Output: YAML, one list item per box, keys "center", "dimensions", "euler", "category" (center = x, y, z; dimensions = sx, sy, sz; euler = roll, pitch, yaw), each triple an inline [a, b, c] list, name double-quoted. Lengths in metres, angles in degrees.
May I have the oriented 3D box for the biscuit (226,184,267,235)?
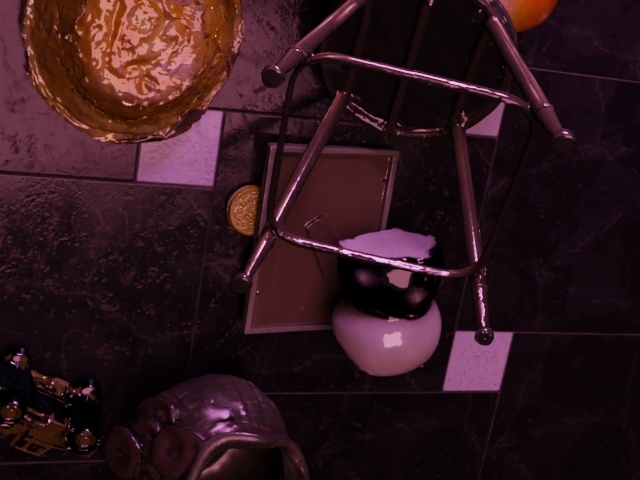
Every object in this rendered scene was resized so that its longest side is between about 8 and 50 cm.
- center: [-0.108, -0.047, 1.607]
  dimensions: [0.084, 0.023, 0.084]
  euler: [-7, 111, -18]
  category: "biscuit"

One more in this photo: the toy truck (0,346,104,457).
- center: [-0.456, 0.257, 1.545]
  dimensions: [0.257, 0.127, 0.127]
  euler: [26, 114, -27]
  category: "toy truck"

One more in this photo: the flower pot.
- center: [-0.184, 0.367, 1.605]
  dimensions: [0.302, 0.213, 0.302]
  euler: [-16, 123, -26]
  category: "flower pot"

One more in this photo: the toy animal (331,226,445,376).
- center: [0.112, 0.107, 1.645]
  dimensions: [0.187, 0.165, 0.235]
  euler: [-12, 117, -28]
  category: "toy animal"

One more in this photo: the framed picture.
- center: [0.000, 0.000, 1.652]
  dimensions: [0.240, 0.020, 0.324]
  euler: [-2, 111, -27]
  category: "framed picture"

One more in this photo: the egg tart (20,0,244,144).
- center: [-0.253, -0.288, 1.404]
  dimensions: [0.341, 0.132, 0.341]
  euler: [-7, 113, -17]
  category: "egg tart"

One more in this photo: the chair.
- center: [0.111, -0.159, 1.380]
  dimensions: [0.362, 0.410, 0.364]
  euler: [12, 133, 0]
  category: "chair"

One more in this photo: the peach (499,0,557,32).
- center: [0.265, -0.404, 1.524]
  dimensions: [0.190, 0.190, 0.192]
  euler: [-29, 113, -8]
  category: "peach"
